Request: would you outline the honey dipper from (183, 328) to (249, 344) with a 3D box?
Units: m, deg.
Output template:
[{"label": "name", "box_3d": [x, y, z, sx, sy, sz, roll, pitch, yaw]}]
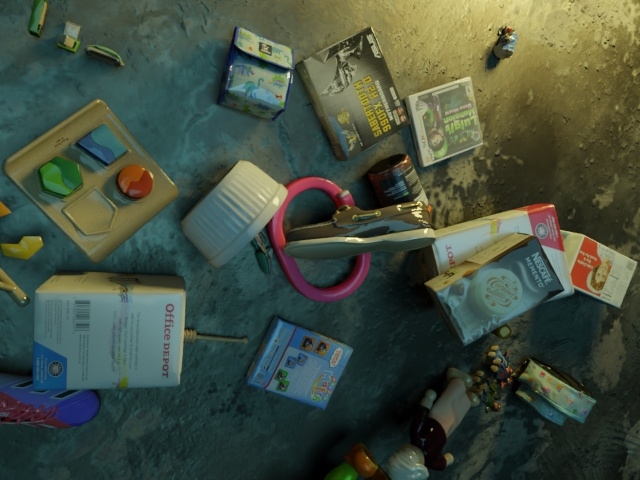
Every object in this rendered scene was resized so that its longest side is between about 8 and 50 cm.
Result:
[{"label": "honey dipper", "box_3d": [-0.226, 0.209, 1.053, 0.160, 0.030, 0.031, 11, 94, -27]}]

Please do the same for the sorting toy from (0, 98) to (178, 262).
[{"label": "sorting toy", "box_3d": [-0.430, -0.076, 0.871, 0.307, 0.041, 0.229, -47, 115, -25]}]

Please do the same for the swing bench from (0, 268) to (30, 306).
[{"label": "swing bench", "box_3d": [-0.641, 0.070, 0.720, 0.253, 0.165, 0.255, -42, 81, -12]}]

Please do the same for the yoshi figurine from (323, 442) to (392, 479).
[{"label": "yoshi figurine", "box_3d": [0.008, 0.645, 1.103, 0.362, 0.203, 0.203, -40, 147, -5]}]

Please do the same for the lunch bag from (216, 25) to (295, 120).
[{"label": "lunch bag", "box_3d": [-0.123, -0.333, 0.978, 0.128, 0.096, 0.151, 14, 78, -23]}]

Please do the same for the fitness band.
[{"label": "fitness band", "box_3d": [0.000, 0.000, 1.106, 0.209, 0.054, 0.291, -30, 108, -17]}]

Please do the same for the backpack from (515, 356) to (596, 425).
[{"label": "backpack", "box_3d": [0.667, 0.438, 1.402, 0.165, 0.188, 0.144, 31, 85, -26]}]

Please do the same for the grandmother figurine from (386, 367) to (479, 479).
[{"label": "grandmother figurine", "box_3d": [0.279, 0.474, 1.221, 0.342, 0.104, 0.208, -30, 95, -42]}]

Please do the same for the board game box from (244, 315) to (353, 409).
[{"label": "board game box", "box_3d": [-0.046, 0.285, 1.140, 0.211, 0.039, 0.160, 27, 87, -25]}]

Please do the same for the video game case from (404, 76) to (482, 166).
[{"label": "video game case", "box_3d": [0.307, -0.291, 1.211, 0.190, 0.022, 0.173, -22, 107, -19]}]

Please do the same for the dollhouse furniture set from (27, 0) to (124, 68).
[{"label": "dollhouse furniture set", "box_3d": [-0.412, -0.355, 0.850, 0.151, 0.076, 0.059, 15, 93, -25]}]

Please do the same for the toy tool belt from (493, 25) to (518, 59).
[{"label": "toy tool belt", "box_3d": [0.473, -0.498, 1.234, 0.052, 0.051, 0.083, 14, 92, -25]}]

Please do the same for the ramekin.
[{"label": "ramekin", "box_3d": [-0.172, -0.057, 0.942, 0.109, 0.207, 0.207, 43, 80, -14]}]

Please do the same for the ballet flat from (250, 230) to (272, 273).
[{"label": "ballet flat", "box_3d": [-0.124, 0.017, 1.063, 0.041, 0.041, 0.114, -29, 110, -17]}]

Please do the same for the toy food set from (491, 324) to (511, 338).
[{"label": "toy food set", "box_3d": [0.447, 0.138, 1.324, 0.111, 0.104, 0.232, -35, 93, -1]}]

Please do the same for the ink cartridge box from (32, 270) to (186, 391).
[{"label": "ink cartridge box", "box_3d": [-0.367, 0.155, 0.890, 0.232, 0.168, 0.171, 4, 97, -16]}]

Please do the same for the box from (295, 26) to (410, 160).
[{"label": "box", "box_3d": [0.074, -0.319, 1.084, 0.183, 0.056, 0.231, -32, 110, -17]}]

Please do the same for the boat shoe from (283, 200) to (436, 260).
[{"label": "boat shoe", "box_3d": [0.079, -0.024, 1.047, 0.324, 0.116, 0.097, -6, 73, -6]}]

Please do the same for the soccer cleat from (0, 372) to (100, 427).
[{"label": "soccer cleat", "box_3d": [-0.556, 0.286, 0.870, 0.318, 0.116, 0.109, 23, 89, -25]}]

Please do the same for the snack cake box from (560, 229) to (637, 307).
[{"label": "snack cake box", "box_3d": [0.794, 0.087, 1.455, 0.264, 0.089, 0.152, 21, 92, -25]}]

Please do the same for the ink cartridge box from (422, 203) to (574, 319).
[{"label": "ink cartridge box", "box_3d": [0.421, 0.055, 1.200, 0.306, 0.131, 0.226, -14, 95, -1]}]

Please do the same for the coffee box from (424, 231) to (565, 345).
[{"label": "coffee box", "box_3d": [0.377, 0.102, 1.086, 0.246, 0.098, 0.141, -30, 95, 0]}]

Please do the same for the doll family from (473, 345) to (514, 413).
[{"label": "doll family", "box_3d": [0.490, 0.388, 1.374, 0.111, 0.076, 0.193, 47, 73, -20]}]

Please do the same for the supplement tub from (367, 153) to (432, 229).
[{"label": "supplement tub", "box_3d": [0.192, -0.094, 1.147, 0.106, 0.106, 0.198, -33, 111, -16]}]
